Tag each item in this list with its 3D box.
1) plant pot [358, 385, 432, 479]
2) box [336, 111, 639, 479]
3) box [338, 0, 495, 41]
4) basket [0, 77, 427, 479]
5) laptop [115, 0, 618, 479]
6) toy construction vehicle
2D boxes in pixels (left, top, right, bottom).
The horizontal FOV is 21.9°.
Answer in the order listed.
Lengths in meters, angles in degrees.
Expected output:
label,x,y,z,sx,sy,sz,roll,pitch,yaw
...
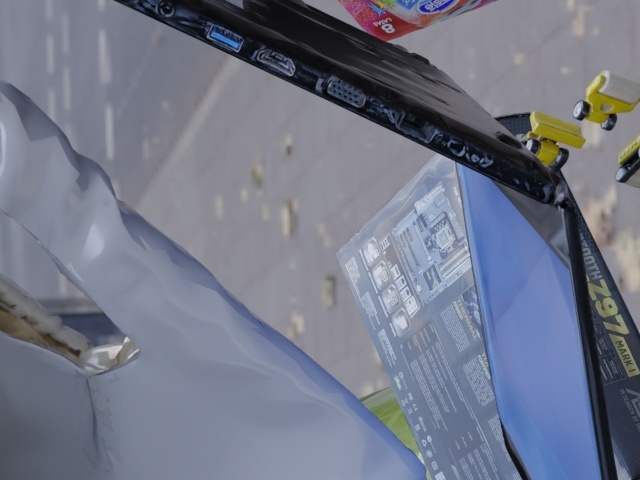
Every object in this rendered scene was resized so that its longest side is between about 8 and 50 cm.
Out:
label,x,y,z,sx,sy,sz,roll,pitch,yaw
plant pot,0.147,0.247,1.343,0.353,0.367,0.366,124,141,-64
box,0.111,0.065,1.014,0.183,0.059,0.232,-47,62,54
box,0.062,-0.311,1.380,0.128,0.123,0.256,42,-143,-48
basket,-0.190,0.135,0.503,0.266,0.328,0.331,-11,47,44
laptop,0.000,0.000,0.570,0.136,0.264,0.234,-64,10,10
toy construction vehicle,0.162,-0.065,0.930,0.098,0.086,0.035,124,156,-51
